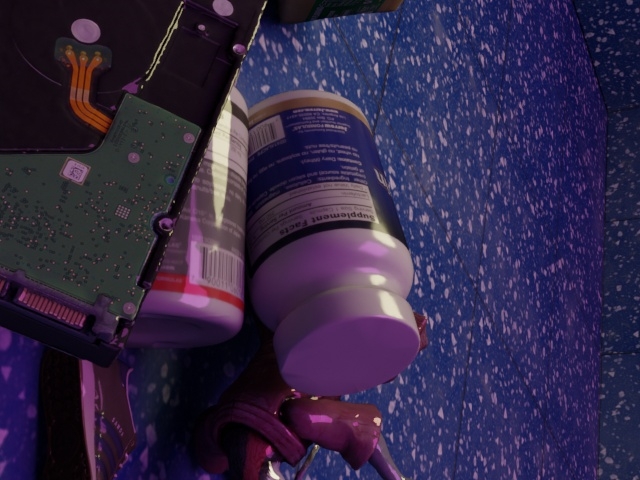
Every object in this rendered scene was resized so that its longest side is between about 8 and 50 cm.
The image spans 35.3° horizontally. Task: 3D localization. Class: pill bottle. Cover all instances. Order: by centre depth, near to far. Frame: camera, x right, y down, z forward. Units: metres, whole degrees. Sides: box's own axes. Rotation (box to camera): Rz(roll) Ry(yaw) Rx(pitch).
[{"bbox_3d":[-0.145,-0.057,0.888,0.161,0.161,0.283,31,55,-58],"label":"pill bottle"},{"bbox_3d":[0.000,0.000,0.938,0.153,0.153,0.264,47,23,-50],"label":"pill bottle"}]

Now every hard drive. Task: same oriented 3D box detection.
[{"bbox_3d":[-0.196,-0.101,0.738,0.237,0.064,0.338,24,56,-12],"label":"hard drive"}]

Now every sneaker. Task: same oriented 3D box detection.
[{"bbox_3d":[-0.187,0.182,0.845,0.086,0.064,0.192,21,62,-56],"label":"sneaker"}]

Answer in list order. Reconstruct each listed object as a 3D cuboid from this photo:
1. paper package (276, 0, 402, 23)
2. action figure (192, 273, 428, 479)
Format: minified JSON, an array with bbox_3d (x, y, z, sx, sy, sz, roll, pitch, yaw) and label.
[{"bbox_3d":[0.022,-0.436,1.173,0.325,0.168,0.309,176,-93,-83],"label":"paper package"},{"bbox_3d":[-0.017,0.133,1.001,0.370,0.248,0.275,-58,133,-56],"label":"action figure"}]
